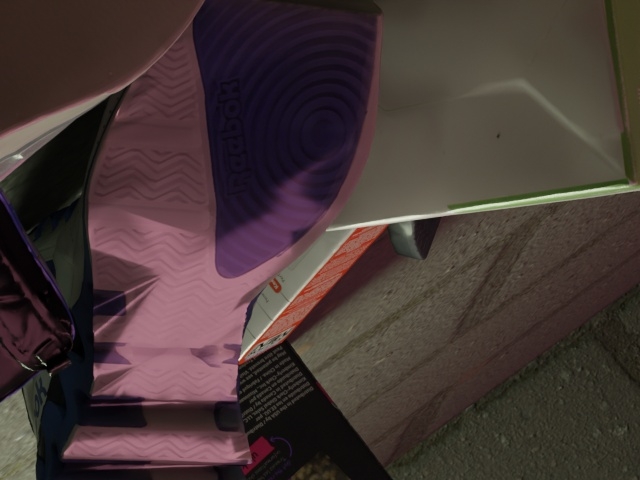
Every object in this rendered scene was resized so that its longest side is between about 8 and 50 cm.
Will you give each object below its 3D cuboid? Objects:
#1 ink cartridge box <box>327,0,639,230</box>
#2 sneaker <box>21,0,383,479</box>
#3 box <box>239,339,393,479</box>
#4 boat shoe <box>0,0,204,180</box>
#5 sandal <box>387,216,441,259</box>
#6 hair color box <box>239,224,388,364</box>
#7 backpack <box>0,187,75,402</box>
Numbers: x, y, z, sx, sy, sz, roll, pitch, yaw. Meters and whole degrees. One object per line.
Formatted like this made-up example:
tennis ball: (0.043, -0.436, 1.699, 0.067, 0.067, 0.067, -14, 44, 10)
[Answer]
ink cartridge box: (0.180, -0.088, 0.987, 0.207, 0.119, 0.353, -8, -179, 43)
sneaker: (-0.090, 0.003, 0.864, 0.127, 0.182, 0.315, 8, 110, -26)
box: (-0.018, 0.230, 1.505, 0.143, 0.270, 0.165, -35, 167, -12)
boat shoe: (-0.136, -0.059, 0.657, 0.227, 0.079, 0.081, -40, -169, -7)
sandal: (0.047, -0.060, 1.154, 0.254, 0.054, 0.097, 56, 53, -68)
hair color box: (-0.025, -0.010, 1.051, 0.053, 0.093, 0.167, -23, 161, -47)
backpack: (-0.174, 0.018, 0.739, 0.105, 0.084, 0.114, -35, 127, -21)
